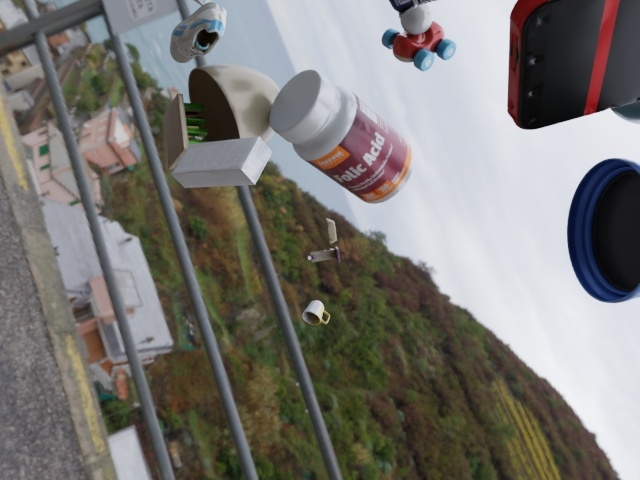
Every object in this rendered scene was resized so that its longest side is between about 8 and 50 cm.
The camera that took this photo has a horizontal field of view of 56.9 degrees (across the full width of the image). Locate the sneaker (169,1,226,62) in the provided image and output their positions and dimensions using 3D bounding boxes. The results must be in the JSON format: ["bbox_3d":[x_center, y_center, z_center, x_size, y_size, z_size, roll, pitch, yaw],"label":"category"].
[{"bbox_3d":[-0.334,-0.532,1.568,0.087,0.229,0.092,18,61,-36],"label":"sneaker"}]

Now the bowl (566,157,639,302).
[{"bbox_3d":[0.803,-0.026,1.591,0.391,0.077,0.390,-179,-90,-83],"label":"bowl"}]

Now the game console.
[{"bbox_3d":[0.573,-0.403,1.250,0.386,0.342,0.060,64,12,-57],"label":"game console"}]

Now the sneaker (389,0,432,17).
[{"bbox_3d":[0.266,-0.634,1.488,0.099,0.153,0.282,56,-2,-31],"label":"sneaker"}]

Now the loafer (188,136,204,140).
[{"bbox_3d":[-0.417,-0.354,2.324,0.096,0.084,0.267,48,6,32],"label":"loafer"}]

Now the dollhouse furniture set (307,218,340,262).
[{"bbox_3d":[0.000,0.000,1.537,0.091,0.081,0.114,-112,-165,-80],"label":"dollhouse furniture set"}]

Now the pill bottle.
[{"bbox_3d":[0.064,-0.280,1.624,0.392,0.224,0.224,30,29,-38],"label":"pill bottle"}]

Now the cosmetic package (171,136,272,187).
[{"bbox_3d":[-0.233,-0.178,1.376,0.060,0.239,0.098,51,53,-40],"label":"cosmetic package"}]

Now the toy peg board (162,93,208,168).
[{"bbox_3d":[-0.374,-0.299,1.649,0.161,0.079,0.161,-26,-111,58],"label":"toy peg board"}]

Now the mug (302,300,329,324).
[{"bbox_3d":[-0.015,0.231,1.885,0.078,0.062,0.064,55,40,-26],"label":"mug"}]

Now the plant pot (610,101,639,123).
[{"bbox_3d":[0.888,-0.424,1.461,0.235,0.293,0.292,-93,161,-74],"label":"plant pot"}]

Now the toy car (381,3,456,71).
[{"bbox_3d":[0.354,-0.767,2.087,0.219,0.210,0.238,47,-24,32],"label":"toy car"}]

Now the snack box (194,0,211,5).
[{"bbox_3d":[-0.364,-0.854,1.834,0.174,0.207,0.070,40,4,23],"label":"snack box"}]

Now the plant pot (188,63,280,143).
[{"bbox_3d":[-0.216,-0.370,1.651,0.284,0.191,0.284,44,-31,35],"label":"plant pot"}]
